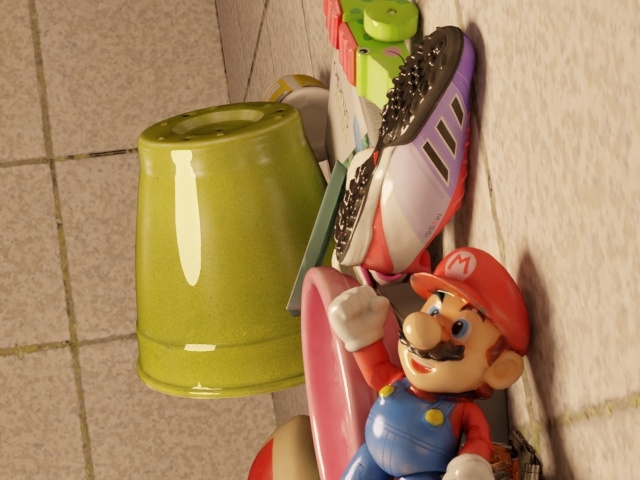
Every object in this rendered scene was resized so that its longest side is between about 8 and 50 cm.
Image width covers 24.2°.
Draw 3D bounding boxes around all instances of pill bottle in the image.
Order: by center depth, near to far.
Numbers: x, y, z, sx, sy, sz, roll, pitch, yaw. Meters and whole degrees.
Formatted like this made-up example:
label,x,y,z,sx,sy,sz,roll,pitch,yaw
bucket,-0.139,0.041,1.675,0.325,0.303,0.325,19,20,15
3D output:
label,x,y,z,sx,sy,sz,roll,pitch,yaw
pill bottle,-0.029,-0.197,2.341,0.208,0.119,0.119,-122,26,-72

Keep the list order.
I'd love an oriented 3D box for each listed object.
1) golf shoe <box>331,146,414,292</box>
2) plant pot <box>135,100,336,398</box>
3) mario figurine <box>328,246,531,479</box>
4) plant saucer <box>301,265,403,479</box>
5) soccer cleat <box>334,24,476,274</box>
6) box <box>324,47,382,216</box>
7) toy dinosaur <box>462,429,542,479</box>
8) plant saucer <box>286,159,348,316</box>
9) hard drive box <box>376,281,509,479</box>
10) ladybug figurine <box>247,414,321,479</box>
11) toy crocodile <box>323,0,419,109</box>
label,x,y,z,sx,sy,sz,roll,pitch,yaw
golf shoe,0.070,0.034,1.816,0.140,0.115,0.306,-89,-2,-48
plant pot,-0.118,-0.006,2.169,0.366,0.367,0.352,-121,21,-71
mario figurine,0.079,0.151,1.394,0.170,0.198,0.320,139,156,-86
plant saucer,0.046,0.189,1.664,0.332,0.084,0.332,172,90,-81
soccer cleat,0.113,-0.089,1.582,0.108,0.116,0.318,-89,18,-50
box,0.058,-0.128,2.016,0.322,0.059,0.232,93,167,-59
toy dinosaur,0.169,0.300,1.368,0.322,0.164,0.218,-48,-29,-73
plant saucer,0.000,0.000,1.810,0.067,0.018,0.192,61,-134,-77
hard drive box,0.132,0.158,1.650,0.232,0.089,0.181,-128,32,-73
ladybug figurine,-0.023,0.492,2.487,0.305,0.162,0.449,58,-167,-35
toy crocodile,0.050,-0.261,1.786,0.115,0.105,0.340,91,168,-45
